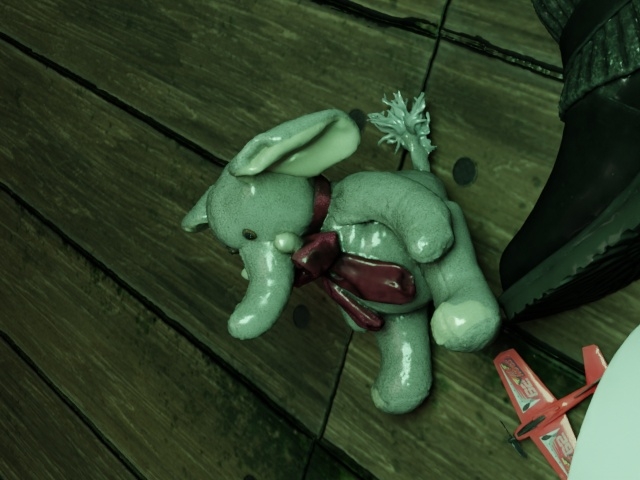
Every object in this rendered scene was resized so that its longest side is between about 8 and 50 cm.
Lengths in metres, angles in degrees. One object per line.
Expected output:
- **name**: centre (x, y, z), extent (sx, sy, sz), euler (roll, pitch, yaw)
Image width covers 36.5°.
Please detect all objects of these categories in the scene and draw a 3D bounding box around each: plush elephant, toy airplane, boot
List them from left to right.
- **plush elephant**: centre (0.000, 0.000, 0.958), extent (0.272, 0.255, 0.330), euler (127, 139, -68)
- **toy airplane**: centre (0.230, 0.155, 0.922), extent (0.151, 0.028, 0.151), euler (3, 95, 44)
- **boot**: centre (0.232, -0.111, 0.837), extent (0.348, 0.131, 0.260), euler (-51, 52, 41)

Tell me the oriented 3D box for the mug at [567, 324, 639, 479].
- **mug**: centre (0.353, 0.156, 0.592), extent (0.328, 0.276, 0.374), euler (8, 122, 45)
